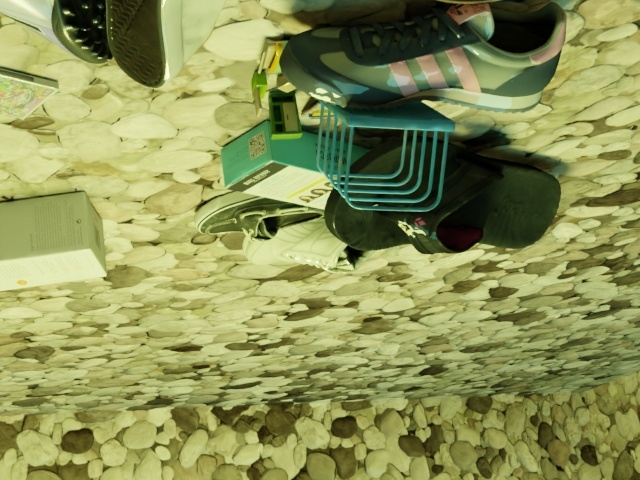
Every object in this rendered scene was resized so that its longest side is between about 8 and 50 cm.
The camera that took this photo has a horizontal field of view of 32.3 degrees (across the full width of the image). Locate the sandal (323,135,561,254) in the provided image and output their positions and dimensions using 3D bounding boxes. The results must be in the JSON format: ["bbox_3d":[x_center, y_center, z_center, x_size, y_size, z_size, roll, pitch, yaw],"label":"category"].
[{"bbox_3d":[0.203,-0.052,1.568,0.446,0.167,0.107,-1,-154,-38],"label":"sandal"}]

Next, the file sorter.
[{"bbox_3d":[0.067,-0.104,1.259,0.118,0.104,0.170,1,-164,-12],"label":"file sorter"}]

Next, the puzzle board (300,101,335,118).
[{"bbox_3d":[0.048,-0.163,1.381,0.128,0.011,0.096,-4,180,-14],"label":"puzzle board"}]

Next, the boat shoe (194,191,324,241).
[{"bbox_3d":[-0.093,-0.036,1.642,0.219,0.070,0.078,-18,159,26],"label":"boat shoe"}]

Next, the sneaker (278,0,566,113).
[{"bbox_3d":[0.116,-0.217,1.194,0.319,0.112,0.131,-3,143,-21],"label":"sneaker"}]

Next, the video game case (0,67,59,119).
[{"bbox_3d":[-0.369,-0.168,1.242,0.122,0.011,0.087,10,154,-41],"label":"video game case"}]

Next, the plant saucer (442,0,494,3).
[{"bbox_3d":[0.170,-0.294,1.059,0.199,0.036,0.198,-8,161,-3],"label":"plant saucer"}]

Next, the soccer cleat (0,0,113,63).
[{"bbox_3d":[-0.275,-0.247,0.947,0.116,0.108,0.318,6,167,21],"label":"soccer cleat"}]

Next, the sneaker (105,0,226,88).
[{"bbox_3d":[-0.127,-0.271,0.961,0.106,0.123,0.290,33,146,11],"label":"sneaker"}]

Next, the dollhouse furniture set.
[{"bbox_3d":[-0.037,-0.175,1.284,0.076,0.058,0.151,-4,161,-13],"label":"dollhouse furniture set"}]

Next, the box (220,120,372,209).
[{"bbox_3d":[-0.011,-0.095,1.521,0.244,0.060,0.100,11,153,-43],"label":"box"}]

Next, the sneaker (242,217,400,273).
[{"bbox_3d":[0.000,0.000,1.720,0.292,0.118,0.110,-18,160,32],"label":"sneaker"}]

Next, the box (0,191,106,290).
[{"bbox_3d":[-0.407,0.003,1.598,0.171,0.091,0.130,-7,161,-3],"label":"box"}]
